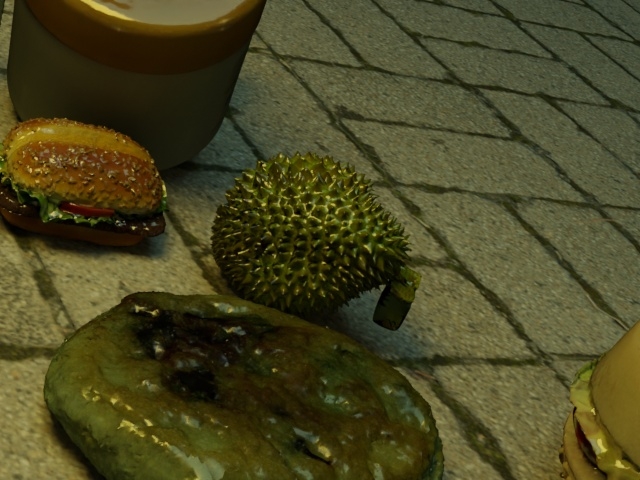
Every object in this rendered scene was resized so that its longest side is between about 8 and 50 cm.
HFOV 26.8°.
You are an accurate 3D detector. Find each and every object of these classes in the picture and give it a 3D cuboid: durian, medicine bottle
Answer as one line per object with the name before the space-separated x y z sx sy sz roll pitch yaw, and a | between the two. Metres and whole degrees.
durian | -0.011 -0.005 1.221 0.159 0.146 0.198 -1 16 -43
medicine bottle | -0.184 -0.222 1.328 0.238 0.232 0.237 8 56 -13

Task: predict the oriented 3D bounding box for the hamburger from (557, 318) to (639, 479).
hamburger | 0.342 0.186 1.123 0.300 0.176 0.300 19 25 -10

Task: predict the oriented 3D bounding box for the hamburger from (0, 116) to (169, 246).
hamburger | -0.216 -0.055 1.231 0.166 0.087 0.137 10 29 -25

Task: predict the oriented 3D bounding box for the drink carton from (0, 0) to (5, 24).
drink carton | -0.437 -0.240 1.329 0.190 0.185 0.191 17 23 15

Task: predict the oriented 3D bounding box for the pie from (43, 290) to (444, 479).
pie | -0.061 0.123 1.045 0.323 0.070 0.323 18 25 -9
